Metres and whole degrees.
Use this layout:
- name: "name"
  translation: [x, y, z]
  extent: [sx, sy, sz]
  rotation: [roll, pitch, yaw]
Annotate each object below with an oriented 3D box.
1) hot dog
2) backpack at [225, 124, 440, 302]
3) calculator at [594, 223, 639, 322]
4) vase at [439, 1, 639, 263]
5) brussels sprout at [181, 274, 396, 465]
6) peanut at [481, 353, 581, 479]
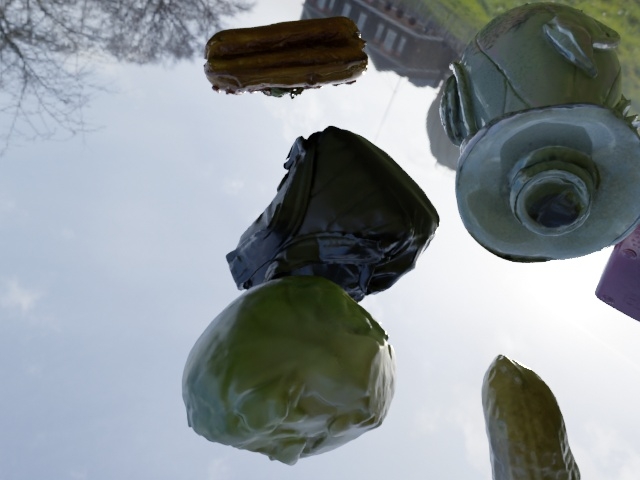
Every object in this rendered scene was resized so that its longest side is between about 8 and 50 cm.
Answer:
- name: "hot dog"
  translation: [-0.070, -0.374, 1.145]
  extent: [0.348, 0.117, 0.159]
  rotation: [-9, -118, -3]
- name: "backpack"
  translation: [0.000, 0.000, 1.157]
  extent: [0.363, 0.446, 0.254]
  rotation: [51, -157, 22]
- name: "calculator"
  translation: [0.379, 0.038, 0.594]
  extent: [0.126, 0.191, 0.034]
  rotation: [30, -121, 30]
- name: "vase"
  translation: [0.277, -0.159, 0.705]
  extent: [0.249, 0.250, 0.446]
  rotation: [23, -143, 1]
- name: "brussels sprout"
  translation: [-0.044, 0.205, 0.840]
  extent: [0.343, 0.268, 0.344]
  rotation: [-19, -150, 11]
- name: "peanut"
  translation: [0.389, 0.384, 1.015]
  extent: [0.158, 0.340, 0.174]
  rotation: [-4, -161, 35]
